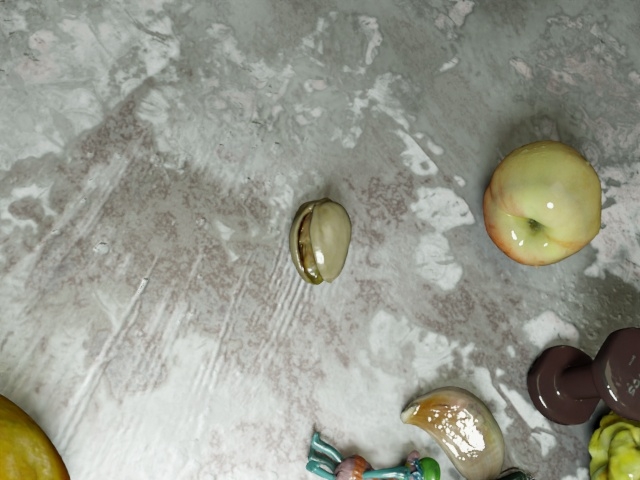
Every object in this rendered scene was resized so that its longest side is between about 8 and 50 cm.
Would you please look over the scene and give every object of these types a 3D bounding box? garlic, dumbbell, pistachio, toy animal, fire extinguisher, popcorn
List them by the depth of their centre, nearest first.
[{"bbox_3d":[0.080,0.349,1.068,0.208,0.103,0.100,16,59,-4],"label":"toy animal"},{"bbox_3d":[0.546,0.361,1.097,0.235,0.250,0.241,16,70,-16],"label":"popcorn"},{"bbox_3d":[0.444,0.223,1.132,0.124,0.225,0.140,40,68,-1],"label":"dumbbell"},{"bbox_3d":[0.229,0.324,1.133,0.129,0.090,0.198,-33,88,-6],"label":"garlic"},{"bbox_3d":[0.307,0.391,1.150,0.083,0.025,0.038,-13,52,-17],"label":"fire extinguisher"},{"bbox_3d":[0.000,0.000,1.174,0.113,0.113,0.149,6,85,-12],"label":"pistachio"}]

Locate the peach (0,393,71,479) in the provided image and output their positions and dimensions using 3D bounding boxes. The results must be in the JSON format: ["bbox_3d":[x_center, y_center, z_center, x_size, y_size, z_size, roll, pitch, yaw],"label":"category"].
[{"bbox_3d":[-0.471,0.324,0.851,0.333,0.307,0.307,25,66,13],"label":"peach"}]

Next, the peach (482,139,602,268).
[{"bbox_3d":[0.394,-0.073,1.236,0.233,0.232,0.232,4,70,-12],"label":"peach"}]
